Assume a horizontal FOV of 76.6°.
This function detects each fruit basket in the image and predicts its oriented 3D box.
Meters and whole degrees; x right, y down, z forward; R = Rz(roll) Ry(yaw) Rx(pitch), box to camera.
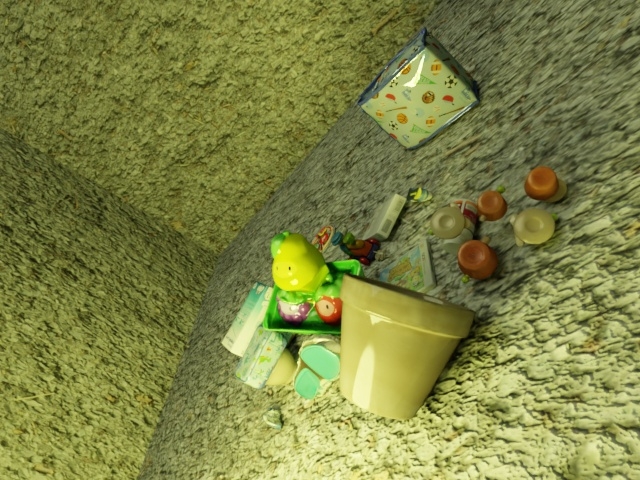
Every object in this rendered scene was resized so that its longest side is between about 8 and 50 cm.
[{"bbox_3d":[-0.045,0.157,1.327,0.392,0.392,0.282,-25,44,53],"label":"fruit basket"}]

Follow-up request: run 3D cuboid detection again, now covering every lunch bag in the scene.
[{"bbox_3d":[0.386,-0.590,1.658,0.385,0.328,0.238,-39,22,41],"label":"lunch bag"},{"bbox_3d":[-0.225,0.429,1.510,0.176,0.090,0.218,-11,49,60],"label":"lunch bag"}]

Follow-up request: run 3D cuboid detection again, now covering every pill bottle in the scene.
[{"bbox_3d":[0.398,-0.039,1.163,0.086,0.086,0.152,-22,39,55],"label":"pill bottle"}]

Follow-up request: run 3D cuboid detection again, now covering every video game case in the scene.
[{"bbox_3d":[0.271,0.119,1.293,0.212,0.023,0.193,-41,25,34],"label":"video game case"}]

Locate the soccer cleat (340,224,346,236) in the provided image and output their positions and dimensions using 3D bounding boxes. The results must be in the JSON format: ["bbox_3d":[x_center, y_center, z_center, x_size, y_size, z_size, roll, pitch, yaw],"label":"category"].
[{"bbox_3d":[0.107,-0.042,1.873,0.035,0.029,0.083,-47,18,33],"label":"soccer cleat"}]

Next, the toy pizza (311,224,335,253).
[{"bbox_3d":[0.000,0.000,2.034,0.201,0.032,0.201,-45,24,26],"label":"toy pizza"}]

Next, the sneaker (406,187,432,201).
[{"bbox_3d":[0.359,-0.164,1.483,0.144,0.059,0.053,-137,56,-78],"label":"sneaker"}]

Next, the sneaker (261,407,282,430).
[{"bbox_3d":[-0.169,0.634,1.453,0.058,0.052,0.135,-59,21,-19],"label":"sneaker"}]

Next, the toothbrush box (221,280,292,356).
[{"bbox_3d":[-0.232,0.352,1.683,0.126,0.216,0.295,7,67,59],"label":"toothbrush box"}]

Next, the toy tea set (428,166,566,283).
[{"bbox_3d":[0.456,-0.038,1.015,0.336,0.124,0.199,-28,65,18],"label":"toy tea set"}]

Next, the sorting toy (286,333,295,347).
[{"bbox_3d":[-0.158,0.385,1.802,0.307,0.041,0.229,-57,21,-2],"label":"sorting toy"}]

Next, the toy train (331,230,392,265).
[{"bbox_3d":[0.150,0.018,1.533,0.105,0.143,0.248,-62,22,-15],"label":"toy train"}]

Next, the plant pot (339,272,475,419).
[{"bbox_3d":[0.174,0.254,0.983,0.323,0.323,0.280,16,90,68],"label":"plant pot"}]

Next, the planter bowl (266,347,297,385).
[{"bbox_3d":[-0.158,0.488,1.558,0.162,0.109,0.162,-46,23,26],"label":"planter bowl"}]

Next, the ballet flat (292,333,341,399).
[{"bbox_3d":[0.005,0.361,1.237,0.408,0.147,0.147,115,173,-52],"label":"ballet flat"}]

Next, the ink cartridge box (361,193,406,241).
[{"bbox_3d":[0.246,-0.074,1.621,0.181,0.056,0.224,-62,3,-15],"label":"ink cartridge box"}]
